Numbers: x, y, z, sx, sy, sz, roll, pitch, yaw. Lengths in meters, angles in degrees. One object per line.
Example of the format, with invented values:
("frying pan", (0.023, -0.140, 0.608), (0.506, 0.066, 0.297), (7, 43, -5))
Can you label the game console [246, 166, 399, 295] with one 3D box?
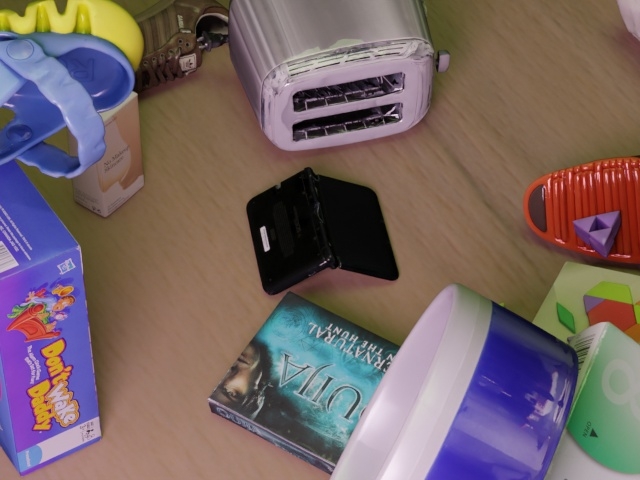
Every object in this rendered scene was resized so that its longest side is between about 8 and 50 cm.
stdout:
("game console", (0.000, 0.000, 1.821), (0.107, 0.071, 0.122), (-28, 44, 14))

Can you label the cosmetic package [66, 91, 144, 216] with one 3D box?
("cosmetic package", (-0.197, -0.085, 1.831), (0.041, 0.115, 0.060), (28, 52, 25))

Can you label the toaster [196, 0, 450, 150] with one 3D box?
("toaster", (0.006, -0.177, 1.915), (0.227, 0.129, 0.146), (-10, 49, -12))

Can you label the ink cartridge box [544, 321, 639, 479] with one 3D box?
("ink cartridge box", (0.253, 0.197, 1.497), (0.224, 0.056, 0.181), (35, 58, -14))

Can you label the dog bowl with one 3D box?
("dog bowl", (0.082, 0.170, 1.469), (0.104, 0.265, 0.265), (28, 48, -3))

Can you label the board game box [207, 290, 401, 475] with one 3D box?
("board game box", (0.016, 0.131, 1.665), (0.186, 0.026, 0.126), (25, 62, 23))

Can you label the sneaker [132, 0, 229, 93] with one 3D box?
("sneaker", (-0.156, -0.187, 1.966), (0.071, 0.066, 0.188), (27, 52, 22))

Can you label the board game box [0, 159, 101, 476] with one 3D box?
("board game box", (-0.304, -0.005, 1.670), (0.078, 0.233, 0.347), (-24, 50, -22))

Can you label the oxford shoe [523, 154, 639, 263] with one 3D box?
("oxford shoe", (0.321, -0.037, 1.825), (0.271, 0.097, 0.098), (-1, 14, 6))

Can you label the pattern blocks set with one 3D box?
("pattern blocks set", (0.241, 0.096, 1.670), (0.285, 0.026, 0.325), (-1, 48, 19))

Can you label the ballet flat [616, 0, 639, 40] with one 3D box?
("ballet flat", (0.361, -0.271, 2.026), (0.139, 0.139, 0.400), (5, 41, 5))

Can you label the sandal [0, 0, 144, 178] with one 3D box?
("sandal", (-0.287, -0.106, 1.525), (0.317, 0.126, 0.138), (-8, 50, -7))
